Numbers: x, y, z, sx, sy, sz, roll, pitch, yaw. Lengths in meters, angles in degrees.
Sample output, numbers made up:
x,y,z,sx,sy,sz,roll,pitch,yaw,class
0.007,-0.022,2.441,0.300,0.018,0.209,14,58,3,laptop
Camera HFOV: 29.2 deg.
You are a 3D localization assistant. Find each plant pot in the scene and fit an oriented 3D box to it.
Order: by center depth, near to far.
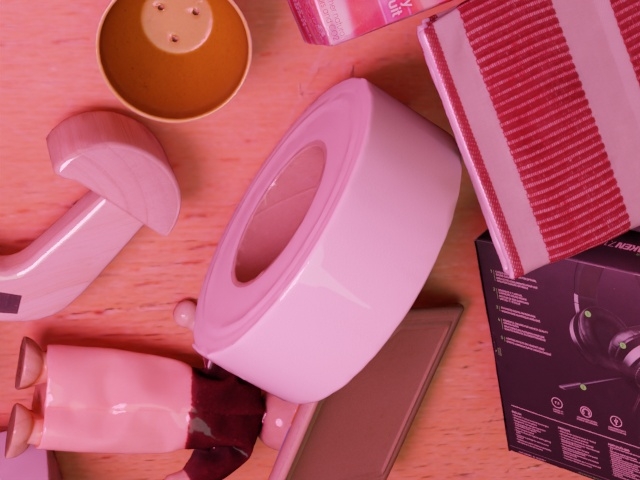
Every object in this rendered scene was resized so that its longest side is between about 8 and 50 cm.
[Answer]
x,y,z,sx,sy,sz,roll,pitch,yaw,class
-0.129,-0.185,1.092,0.134,0.095,0.134,-2,118,-4,plant pot

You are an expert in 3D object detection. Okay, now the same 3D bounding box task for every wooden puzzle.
x,y,z,sx,sy,sz,roll,pitch,yaw,class
0.038,0.161,1.229,0.238,0.044,0.221,-3,120,-55,wooden puzzle

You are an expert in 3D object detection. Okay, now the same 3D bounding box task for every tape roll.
x,y,z,sx,sy,sz,roll,pitch,yaw,class
0.000,0.000,1.092,0.100,0.286,0.286,30,111,-19,tape roll

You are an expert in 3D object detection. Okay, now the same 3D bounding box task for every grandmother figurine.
x,y,z,sx,sy,sz,roll,pitch,yaw,class
-0.138,0.167,1.260,0.342,0.104,0.208,10,92,-18,grandmother figurine

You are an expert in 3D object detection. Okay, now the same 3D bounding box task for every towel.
x,y,z,sx,sy,sz,roll,pitch,yaw,class
0.264,-0.135,1.056,0.329,0.037,0.237,-23,97,-11,towel

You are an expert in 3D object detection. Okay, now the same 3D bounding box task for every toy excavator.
x,y,z,sx,sy,sz,roll,pitch,yaw,class
-0.391,0.059,1.159,0.445,0.222,0.433,7,117,-24,toy excavator

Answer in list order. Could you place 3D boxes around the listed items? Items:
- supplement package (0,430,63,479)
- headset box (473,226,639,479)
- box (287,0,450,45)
x,y,z,sx,sy,sz,roll,pitch,yaw,class
-0.329,0.338,1.259,0.149,0.194,0.203,-10,131,-7,supplement package
0.296,0.093,1.181,0.131,0.246,0.283,-36,125,-37,headset box
0.013,-0.318,0.963,0.154,0.142,0.300,-22,103,-5,box
